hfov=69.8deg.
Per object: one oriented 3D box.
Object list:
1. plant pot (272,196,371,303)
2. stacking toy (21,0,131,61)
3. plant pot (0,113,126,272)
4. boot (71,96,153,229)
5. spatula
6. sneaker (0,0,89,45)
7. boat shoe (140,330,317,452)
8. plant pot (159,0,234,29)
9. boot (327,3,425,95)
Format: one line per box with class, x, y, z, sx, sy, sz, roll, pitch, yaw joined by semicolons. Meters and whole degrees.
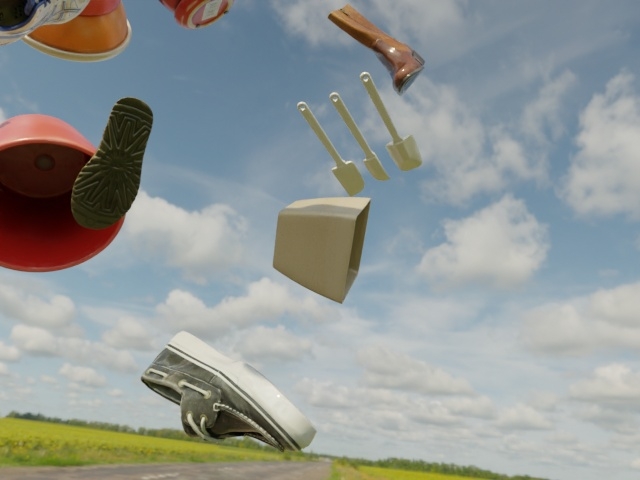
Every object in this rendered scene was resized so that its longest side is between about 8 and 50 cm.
plant pot;0.000;0.000;0.570;0.096;0.108;0.109;12;19;12
stacking toy;-0.685;-0.779;1.254;0.351;0.350;0.480;16;-40;-18
plant pot;-0.540;-0.114;0.895;0.275;0.243;0.274;-17;-51;-22
boot;-0.369;-0.151;0.846;0.089;0.236;0.269;26;1;-26
spatula;0.077;-0.191;0.854;0.168;0.019;0.242;-20;-46;21
sneaker;-0.584;-0.499;0.954;0.131;0.296;0.111;19;-30;51
boat shoe;-0.150;0.245;0.686;0.335;0.119;0.121;10;-41;44
plant pot;-0.318;-0.630;1.118;0.191;0.191;0.174;-25;-82;48
boot;0.145;-0.520;1.208;0.281;0.264;0.096;36;-48;-8
